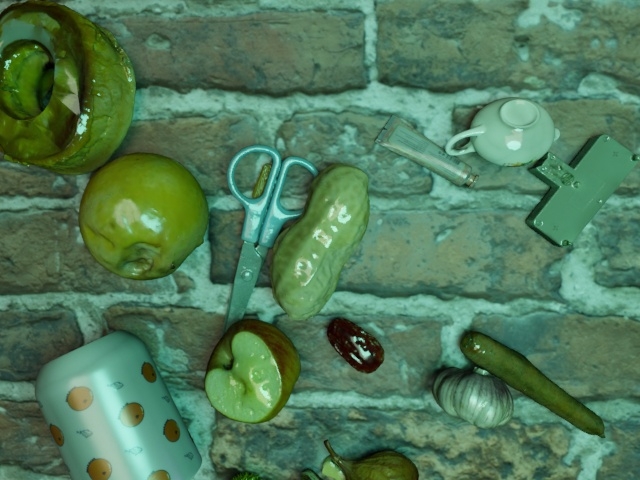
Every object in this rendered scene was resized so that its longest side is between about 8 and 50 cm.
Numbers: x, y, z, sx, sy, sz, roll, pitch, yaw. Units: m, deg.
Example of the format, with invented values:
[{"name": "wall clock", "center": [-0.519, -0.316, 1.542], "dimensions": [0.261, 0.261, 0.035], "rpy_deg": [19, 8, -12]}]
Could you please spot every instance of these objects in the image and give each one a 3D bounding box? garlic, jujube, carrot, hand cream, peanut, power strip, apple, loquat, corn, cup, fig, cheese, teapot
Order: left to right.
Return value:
[{"name": "cup", "center": [-0.397, 0.349, 0.817], "dimensions": [0.213, 0.212, 0.317], "rpy_deg": [-25, 90, 6]}, {"name": "loquat", "center": [-0.329, -0.049, 0.792], "dimensions": [0.244, 0.244, 0.243], "rpy_deg": [0, 93, 5]}, {"name": "apple", "center": [-0.132, 0.252, 0.815], "dimensions": [0.173, 0.160, 0.195], "rpy_deg": [33, 94, -2]}, {"name": "corn", "center": [-0.117, -0.124, 0.859], "dimensions": [0.028, 0.027, 0.083], "rpy_deg": [24, 96, -18]}, {"name": "peanut", "center": [0.000, 0.000, 0.804], "dimensions": [0.149, 0.149, 0.313], "rpy_deg": [30, 95, 2]}, {"name": "cheese", "center": [0.041, 0.494, 0.880], "dimensions": [0.083, 0.030, 0.044], "rpy_deg": [38, 98, -1]}, {"name": "jujube", "center": [0.070, 0.209, 0.843], "dimensions": [0.129, 0.077, 0.077], "rpy_deg": [43, 96, 10]}, {"name": "fig", "center": [0.087, 0.481, 0.832], "dimensions": [0.201, 0.146, 0.133], "rpy_deg": [18, 138, 12]}, {"name": "hand cream", "center": [0.214, -0.168, 0.827], "dimensions": [0.210, 0.043, 0.067], "rpy_deg": [34, 88, 7]}, {"name": "garlic", "center": [0.287, 0.291, 0.792], "dimensions": [0.148, 0.159, 0.101], "rpy_deg": [12, 77, 16]}, {"name": "teapot", "center": [0.345, -0.203, 0.776], "dimensions": [0.227, 0.092, 0.145], "rpy_deg": [-10, 60, 3]}, {"name": "carrot", "center": [0.423, 0.284, 0.823], "dimensions": [0.343, 0.070, 0.070], "rpy_deg": [34, 95, -3]}, {"name": "power strip", "center": [0.475, -0.109, 0.796], "dimensions": [0.145, 0.061, 0.215], "rpy_deg": [36, 95, 1]}]

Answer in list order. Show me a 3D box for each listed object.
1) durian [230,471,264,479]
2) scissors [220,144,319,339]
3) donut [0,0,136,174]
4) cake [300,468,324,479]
[{"name": "durian", "center": [-0.153, 0.577, 0.836], "dimensions": [0.146, 0.159, 0.198], "rpy_deg": [6, 95, 4]}, {"name": "scissors", "center": [-0.140, 0.033, 0.861], "dimensions": [0.193, 0.029, 0.446], "rpy_deg": [17, 99, -12]}, {"name": "donut", "center": [-0.538, -0.297, 0.819], "dimensions": [0.331, 0.160, 0.329], "rpy_deg": [0, 90, 12]}, {"name": "cake", "center": [0.048, 0.584, 0.847], "dimensions": [0.135, 0.112, 0.245], "rpy_deg": [-15, 89, 3]}]
